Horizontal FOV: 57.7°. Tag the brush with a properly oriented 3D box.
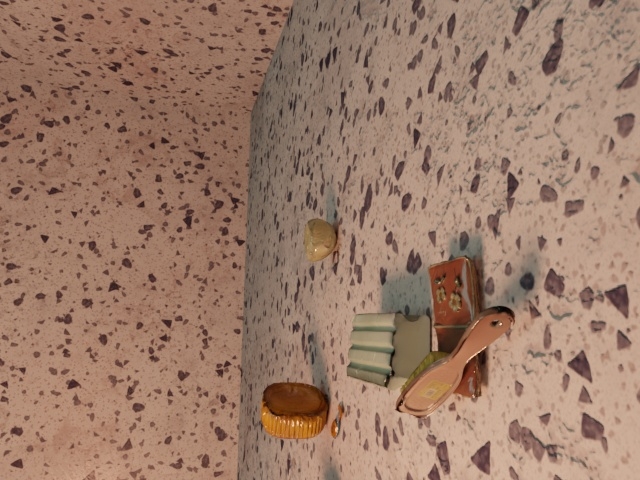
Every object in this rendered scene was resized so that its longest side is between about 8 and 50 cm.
[{"bbox_3d":[0.203,0.185,0.922,0.067,0.072,0.313,-90,19,-44],"label":"brush"}]

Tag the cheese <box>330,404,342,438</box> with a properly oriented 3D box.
[{"bbox_3d":[0.045,0.499,1.592,0.047,0.017,0.111,-117,35,-57],"label":"cheese"}]

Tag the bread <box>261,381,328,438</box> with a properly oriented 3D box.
[{"bbox_3d":[-0.078,0.502,1.701,0.199,0.199,0.104,-124,38,-66],"label":"bread"}]

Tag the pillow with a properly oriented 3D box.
[{"bbox_3d":[0.230,0.146,0.988,0.126,0.043,0.232,145,127,-69],"label":"pillow"}]

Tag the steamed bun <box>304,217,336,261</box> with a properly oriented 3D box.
[{"bbox_3d":[0.000,0.000,1.754,0.112,0.091,0.130,109,157,-52],"label":"steamed bun"}]

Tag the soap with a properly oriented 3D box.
[{"bbox_3d":[0.138,0.228,1.217,0.261,0.094,0.150,155,123,-73],"label":"soap"}]
